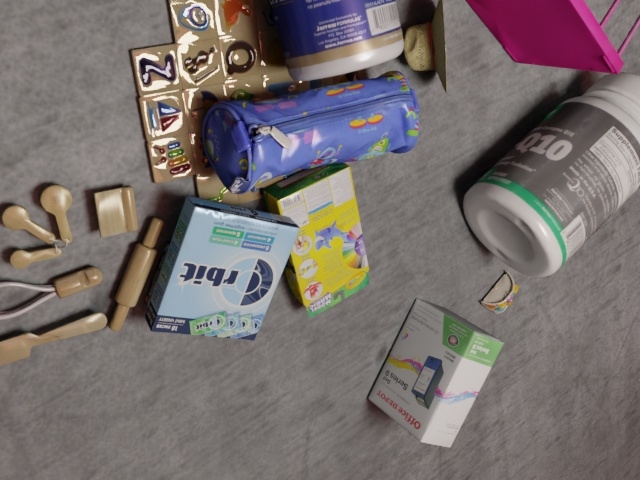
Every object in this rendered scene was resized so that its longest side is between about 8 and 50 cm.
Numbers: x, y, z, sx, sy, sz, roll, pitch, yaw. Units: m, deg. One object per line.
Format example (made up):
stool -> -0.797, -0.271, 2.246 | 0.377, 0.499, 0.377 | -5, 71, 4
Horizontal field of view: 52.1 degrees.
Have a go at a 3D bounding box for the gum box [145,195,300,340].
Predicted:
gum box -> -0.132, 0.043, 0.885 | 0.157, 0.041, 0.184 | 10, 110, -34

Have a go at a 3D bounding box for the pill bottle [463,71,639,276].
pill bottle -> 0.444, -0.122, 1.159 | 0.361, 0.204, 0.204 | -42, 126, -14

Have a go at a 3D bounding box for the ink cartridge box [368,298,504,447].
ink cartridge box -> 0.202, 0.234, 1.168 | 0.093, 0.154, 0.212 | 21, 96, -38

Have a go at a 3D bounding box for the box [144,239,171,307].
box -> -0.169, 0.061, 0.928 | 0.137, 0.027, 0.094 | 18, 97, -37

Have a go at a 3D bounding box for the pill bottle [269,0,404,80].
pill bottle -> 0.003, -0.341, 0.796 | 0.153, 0.153, 0.265 | -23, 110, -25

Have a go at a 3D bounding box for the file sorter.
file sorter -> 0.344, -0.416, 0.976 | 0.290, 0.202, 0.182 | 33, 87, -38

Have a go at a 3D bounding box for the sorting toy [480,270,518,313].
sorting toy -> 0.368, 0.116, 1.313 | 0.083, 0.045, 0.075 | -49, 147, -8

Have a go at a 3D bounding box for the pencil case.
pencil case -> -0.004, -0.150, 0.878 | 0.306, 0.133, 0.119 | -17, 92, -29

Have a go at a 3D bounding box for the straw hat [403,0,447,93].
straw hat -> 0.155, -0.289, 0.982 | 0.061, 0.144, 0.144 | -4, 117, 10

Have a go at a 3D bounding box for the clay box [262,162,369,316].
clay box -> 0.000, 0.000, 0.998 | 0.127, 0.053, 0.222 | -27, 127, -21

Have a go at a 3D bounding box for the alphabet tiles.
alphabet tiles -> -0.079, -0.197, 0.898 | 0.342, 0.011, 0.285 | -18, 117, -27

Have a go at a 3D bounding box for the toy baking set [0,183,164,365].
toy baking set -> -0.314, 0.041, 0.825 | 0.197, 0.030, 0.256 | 15, 99, -34
